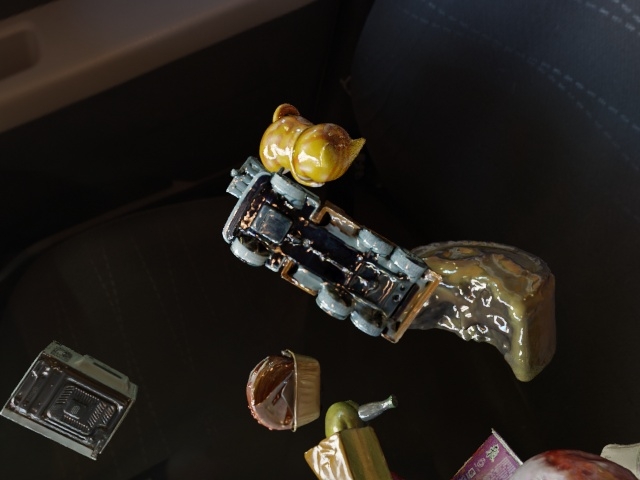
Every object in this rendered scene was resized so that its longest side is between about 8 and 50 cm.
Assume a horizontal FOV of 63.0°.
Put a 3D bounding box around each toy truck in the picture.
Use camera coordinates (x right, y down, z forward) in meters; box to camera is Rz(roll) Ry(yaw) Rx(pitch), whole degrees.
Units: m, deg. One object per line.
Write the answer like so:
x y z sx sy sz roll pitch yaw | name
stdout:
0.000 0.000 0.800 0.338 0.184 0.133 32 102 -5 | toy truck

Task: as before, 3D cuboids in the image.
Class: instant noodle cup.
0.464 0.700 1.332 0.266 0.340 0.340 -42 68 1 | instant noodle cup

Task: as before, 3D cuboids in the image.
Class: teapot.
0.151 0.430 1.347 0.111 0.043 0.042 -34 61 32 | teapot

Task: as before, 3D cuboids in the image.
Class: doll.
-0.032 -0.230 1.319 0.167 0.162 0.270 -30 42 -35 | doll

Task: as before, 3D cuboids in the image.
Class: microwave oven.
-0.508 0.325 1.079 0.208 0.122 0.162 34 82 -14 | microwave oven

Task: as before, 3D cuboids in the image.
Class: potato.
0.088 0.604 1.688 0.144 0.248 0.169 -28 75 -1 | potato

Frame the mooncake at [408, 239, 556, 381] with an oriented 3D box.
0.377 0.153 1.317 0.394 0.246 0.393 -6 24 4 | mooncake

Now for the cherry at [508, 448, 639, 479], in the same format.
0.457 0.560 0.924 0.291 0.334 0.326 8 33 40 | cherry

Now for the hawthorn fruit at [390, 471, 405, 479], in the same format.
0.146 0.686 1.234 0.287 0.330 0.287 -3 35 2 | hawthorn fruit

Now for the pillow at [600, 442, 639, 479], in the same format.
0.948 0.688 1.623 0.038 0.232 0.130 28 63 -3 | pillow

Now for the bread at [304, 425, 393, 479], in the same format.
0.047 0.332 0.698 0.074 0.084 0.139 6 49 -41 | bread

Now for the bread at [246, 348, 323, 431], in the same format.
-0.100 0.428 1.480 0.212 0.142 0.224 -1 92 -24 | bread
